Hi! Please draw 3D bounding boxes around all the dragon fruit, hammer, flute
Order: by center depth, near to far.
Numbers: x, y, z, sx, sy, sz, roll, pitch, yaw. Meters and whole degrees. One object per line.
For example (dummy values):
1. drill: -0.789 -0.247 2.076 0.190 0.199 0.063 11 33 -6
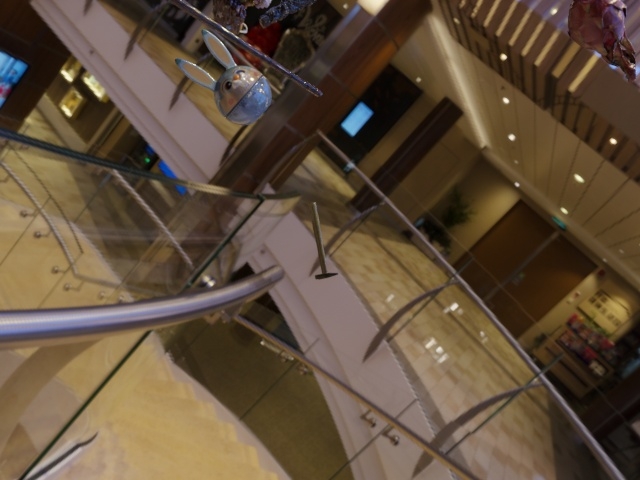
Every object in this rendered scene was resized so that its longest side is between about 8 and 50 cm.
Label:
1. flute: -0.101 -0.286 0.791 0.269 0.014 0.014 25 21 -34
2. dragon fruit: 0.497 -0.359 0.926 0.190 0.094 0.094 55 9 -19
3. hammer: 0.000 0.000 1.334 0.013 0.062 0.199 -25 106 -71

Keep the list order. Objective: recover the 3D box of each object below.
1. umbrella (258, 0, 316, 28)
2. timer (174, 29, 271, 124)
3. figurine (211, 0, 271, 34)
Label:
1. umbrella: -0.113 -0.786 1.765 0.071 0.224 0.080 47 -13 24
2. timer: -0.238 -0.427 1.412 0.255 0.175 0.175 48 6 -40
3. figurine: -0.256 -0.738 1.599 0.175 0.240 0.116 43 41 12
